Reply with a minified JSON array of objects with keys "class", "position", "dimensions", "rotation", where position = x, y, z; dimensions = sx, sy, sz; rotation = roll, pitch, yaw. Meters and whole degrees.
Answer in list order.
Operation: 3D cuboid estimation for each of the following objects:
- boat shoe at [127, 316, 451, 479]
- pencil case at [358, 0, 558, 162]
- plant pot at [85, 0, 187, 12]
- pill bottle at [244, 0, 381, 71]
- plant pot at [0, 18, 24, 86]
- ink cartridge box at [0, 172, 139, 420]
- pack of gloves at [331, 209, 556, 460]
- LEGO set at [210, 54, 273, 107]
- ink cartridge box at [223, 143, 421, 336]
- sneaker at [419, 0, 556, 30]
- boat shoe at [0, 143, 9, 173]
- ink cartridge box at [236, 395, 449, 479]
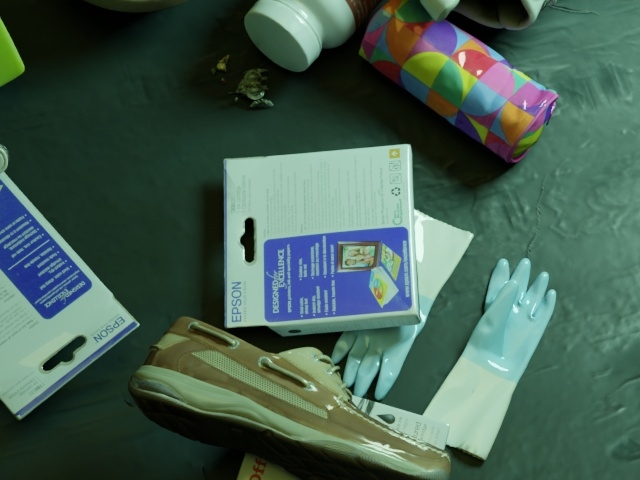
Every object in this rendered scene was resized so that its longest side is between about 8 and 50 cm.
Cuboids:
[{"class":"boat shoe","position":[-0.021,0.156,1.612],"dimensions":[0.324,0.123,0.116],"rotation":[20,65,7]},{"class":"pencil case","position":[0.154,-0.189,1.871],"dimensions":[0.236,0.104,0.104],"rotation":[40,71,13]},{"class":"plant pot","position":[-0.209,-0.350,1.922],"dimensions":[0.237,0.110,0.237],"rotation":[1,67,-2]},{"class":"pill bottle","position":[0.013,-0.298,1.900],"dimensions":[0.121,0.121,0.216],"rotation":[34,69,13]},{"class":"plant pot","position":[-0.487,-0.248,1.794],"dimensions":[0.207,0.227,0.228],"rotation":[-38,59,-11]},{"class":"ink cartridge box","position":[-0.354,0.033,1.772],"dimensions":[0.165,0.065,0.333],"rotation":[-37,71,-18]},{"class":"pack of gloves","position":[0.134,0.088,1.775],"dimensions":[0.195,0.046,0.232],"rotation":[25,67,8]},{"class":"LEGO set","position":[-0.087,-0.181,1.898],"dimensions":[0.083,0.023,0.054],"rotation":[22,67,8]},{"class":"ink cartridge box","position":[0.000,0.000,1.803],"dimensions":[0.208,0.045,0.206],"rotation":[-4,65,6]},{"class":"sneaker","position":[0.232,-0.302,1.888],"dimensions":[0.330,0.122,0.146],"rotation":[-12,71,-28]},{"class":"boat shoe","position":[-0.391,-0.080,1.769],"dimensions":[0.125,0.038,0.046],"rotation":[-14,108,-2]},{"class":"ink cartridge box","position":[0.020,0.232,1.687],"dimensions":[0.190,0.082,0.140],"rotation":[16,67,4]}]
